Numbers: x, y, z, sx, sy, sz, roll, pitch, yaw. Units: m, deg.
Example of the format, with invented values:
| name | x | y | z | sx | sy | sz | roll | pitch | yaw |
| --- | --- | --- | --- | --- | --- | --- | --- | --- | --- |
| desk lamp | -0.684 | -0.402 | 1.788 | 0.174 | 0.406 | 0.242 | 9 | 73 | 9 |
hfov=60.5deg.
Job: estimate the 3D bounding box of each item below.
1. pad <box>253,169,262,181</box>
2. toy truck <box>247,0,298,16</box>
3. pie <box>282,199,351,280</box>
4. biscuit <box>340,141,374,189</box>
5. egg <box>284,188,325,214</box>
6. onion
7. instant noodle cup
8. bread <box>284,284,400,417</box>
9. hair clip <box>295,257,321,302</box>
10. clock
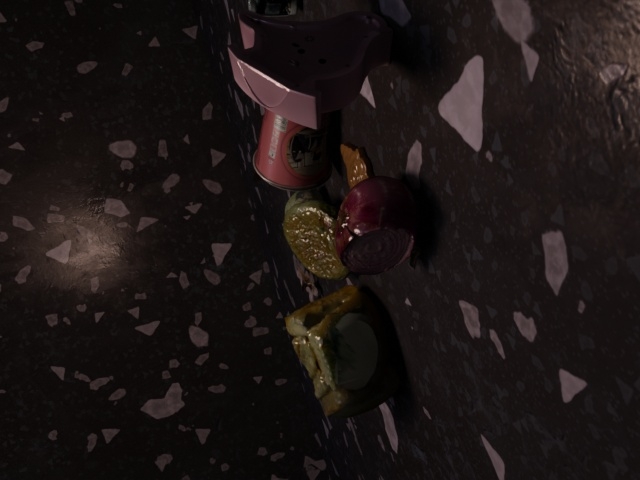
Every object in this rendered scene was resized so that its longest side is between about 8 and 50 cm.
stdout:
| name | x | y | z | sx | sy | sz | roll | pitch | yaw |
| --- | --- | --- | --- | --- | --- | --- | --- | --- | --- |
| pad | -0.129 | -0.309 | 1.693 | 0.002 | 0.176 | 0.266 | 32 | 123 | 19 |
| toy truck | -0.117 | -0.700 | 1.375 | 0.338 | 0.133 | 0.184 | 143 | 120 | -73 |
| pie | 0.000 | 0.000 | 1.676 | 0.277 | 0.079 | 0.276 | 29 | 135 | 34 |
| biscuit | 0.101 | -0.154 | 1.369 | 0.162 | 0.035 | 0.250 | 83 | 162 | -51 |
| egg | -0.045 | -0.096 | 1.783 | 0.181 | 0.141 | 0.141 | 98 | 153 | -48 |
| onion | 0.115 | -0.042 | 1.147 | 0.207 | 0.201 | 0.200 | 71 | 175 | -59 |
| instant noodle cup | -0.064 | -0.303 | 1.494 | 0.255 | 0.244 | 0.243 | 101 | 150 | -46 |
| bread | 0.084 | 0.347 | 1.581 | 0.395 | 0.239 | 0.264 | 68 | 163 | -1 |
| hair clip | -0.061 | 0.166 | 2.331 | 0.257 | 0.075 | 0.146 | -119 | 19 | -63 |
| clock | -0.034 | -0.356 | 1.036 | 0.290 | 0.275 | 0.080 | 34 | 150 | 24 |
